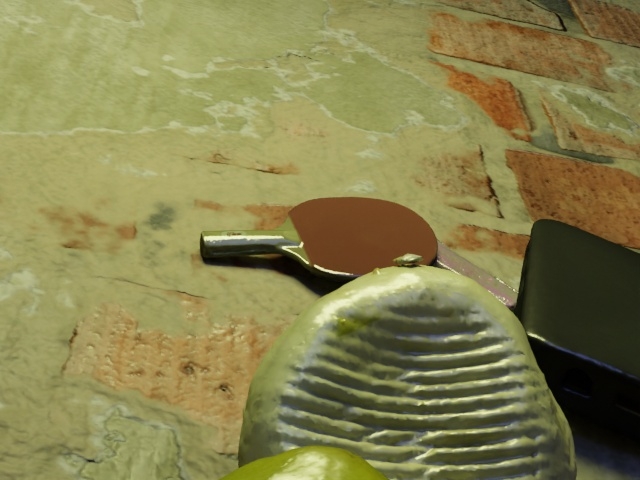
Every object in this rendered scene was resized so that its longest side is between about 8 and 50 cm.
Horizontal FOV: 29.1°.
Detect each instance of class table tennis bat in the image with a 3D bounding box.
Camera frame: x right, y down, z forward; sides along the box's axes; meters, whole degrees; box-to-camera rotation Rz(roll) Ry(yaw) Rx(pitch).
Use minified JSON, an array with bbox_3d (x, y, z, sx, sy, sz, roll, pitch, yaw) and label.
[{"bbox_3d":[0.000,0.000,1.258,0.247,0.022,0.138,-1,37,-15],"label":"table tennis bat"}]

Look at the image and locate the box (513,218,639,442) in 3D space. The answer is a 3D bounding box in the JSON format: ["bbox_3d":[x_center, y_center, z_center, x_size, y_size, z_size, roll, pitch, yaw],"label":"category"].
[{"bbox_3d":[0.328,0.100,1.203,0.290,0.073,0.289,23,29,1],"label":"box"}]

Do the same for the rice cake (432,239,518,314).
[{"bbox_3d":[0.123,0.027,1.287,0.207,0.036,0.047,33,24,29],"label":"rice cake"}]

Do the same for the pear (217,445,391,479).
[{"bbox_3d":[-0.019,0.240,0.679,0.212,0.212,0.269,14,49,-3],"label":"pear"}]

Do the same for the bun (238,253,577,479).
[{"bbox_3d":[0.065,0.147,0.915,0.259,0.160,0.259,6,60,-10],"label":"bun"}]
